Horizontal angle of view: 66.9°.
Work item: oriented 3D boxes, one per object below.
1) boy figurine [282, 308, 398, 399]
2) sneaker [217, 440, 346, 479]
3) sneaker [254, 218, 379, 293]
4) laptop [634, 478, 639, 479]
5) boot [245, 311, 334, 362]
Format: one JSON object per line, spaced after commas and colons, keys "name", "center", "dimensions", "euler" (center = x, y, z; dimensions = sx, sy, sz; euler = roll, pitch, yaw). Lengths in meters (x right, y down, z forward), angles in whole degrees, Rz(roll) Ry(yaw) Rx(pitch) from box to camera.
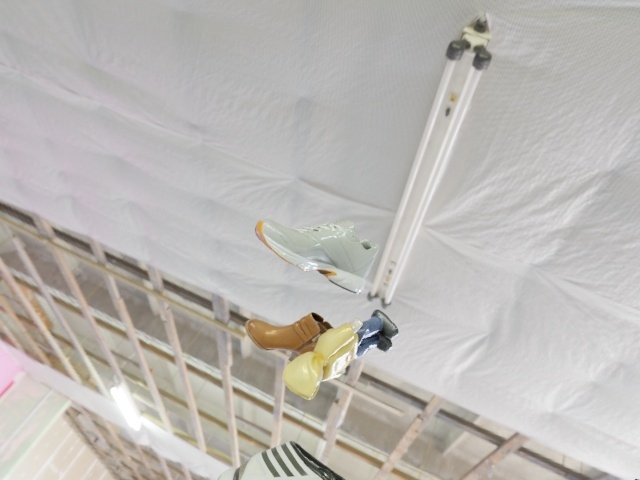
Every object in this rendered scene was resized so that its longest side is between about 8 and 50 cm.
{"name": "boy figurine", "center": [0.045, 0.241, 1.047], "dimensions": [0.092, 0.285, 0.177], "euler": [41, -49, 29]}
{"name": "sneaker", "center": [-0.049, 0.570, 0.872], "dimensions": [0.257, 0.447, 0.169], "euler": [-38, -50, 12]}
{"name": "sneaker", "center": [0.000, 0.000, 0.912], "dimensions": [0.262, 0.121, 0.099], "euler": [26, 5, -34]}
{"name": "laptop", "center": [0.476, 0.424, 0.613], "dimensions": [0.264, 0.137, 0.234], "euler": [11, -12, -36]}
{"name": "boot", "center": [-0.068, 0.215, 1.164], "dimensions": [0.197, 0.073, 0.152], "euler": [32, -54, -17]}
